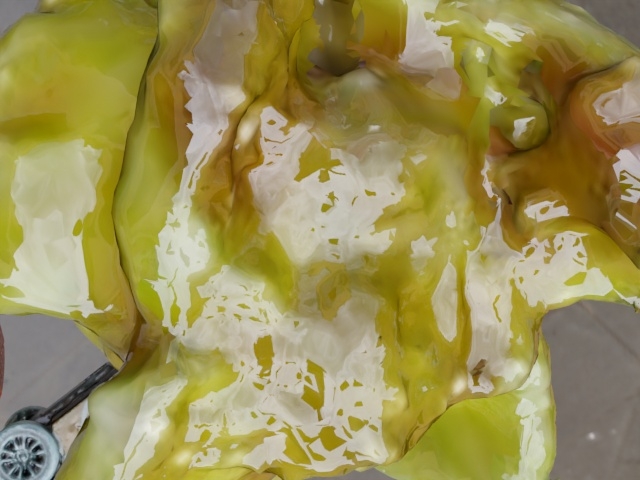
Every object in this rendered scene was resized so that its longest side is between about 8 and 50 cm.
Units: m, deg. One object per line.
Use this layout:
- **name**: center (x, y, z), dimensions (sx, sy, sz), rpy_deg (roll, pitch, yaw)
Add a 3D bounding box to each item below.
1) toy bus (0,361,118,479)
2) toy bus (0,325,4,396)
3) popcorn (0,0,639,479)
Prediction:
- **toy bus**: center (-0.123, 0.152, 0.965), dimensions (0.275, 0.138, 0.167), rpy_deg (-39, 94, -9)
- **toy bus**: center (-0.314, 0.098, 1.069), dimensions (0.089, 0.081, 0.195), rpy_deg (-3, 140, -7)
- **popcorn**: center (-0.009, 0.005, 0.582), dimensions (0.321, 0.290, 0.326), rpy_deg (-46, 121, 8)
